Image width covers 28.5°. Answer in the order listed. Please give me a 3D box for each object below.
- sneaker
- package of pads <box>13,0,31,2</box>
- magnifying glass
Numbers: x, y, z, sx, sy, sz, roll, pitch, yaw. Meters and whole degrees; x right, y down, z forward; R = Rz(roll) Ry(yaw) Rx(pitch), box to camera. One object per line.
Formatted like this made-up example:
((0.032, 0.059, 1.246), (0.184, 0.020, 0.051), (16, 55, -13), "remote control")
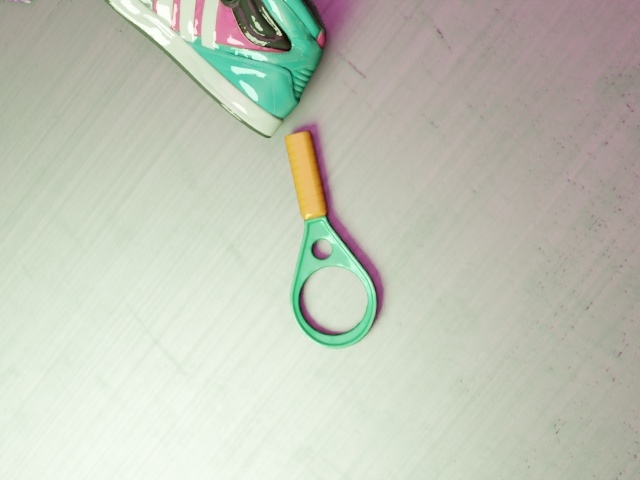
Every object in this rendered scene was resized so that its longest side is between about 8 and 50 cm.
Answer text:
((-0.106, -0.265, 1.285), (0.295, 0.124, 0.178), (42, 99, -2), "sneaker")
((-0.334, -0.302, 1.361), (0.050, 0.032, 0.083), (10, 90, 10), "package of pads")
((0.000, 0.000, 1.320), (0.092, 0.026, 0.230), (-12, 87, 7), "magnifying glass")
